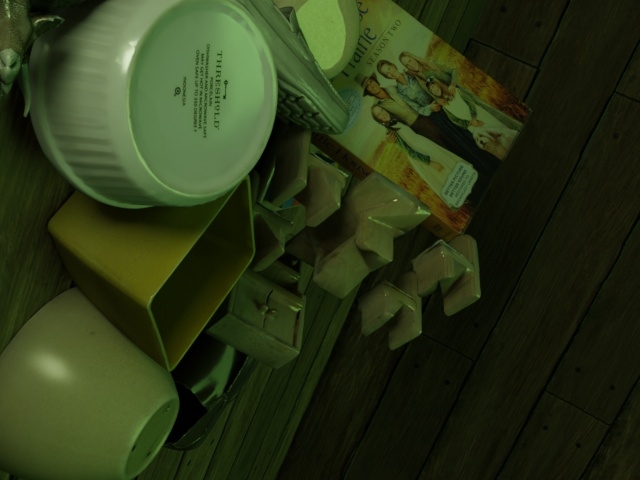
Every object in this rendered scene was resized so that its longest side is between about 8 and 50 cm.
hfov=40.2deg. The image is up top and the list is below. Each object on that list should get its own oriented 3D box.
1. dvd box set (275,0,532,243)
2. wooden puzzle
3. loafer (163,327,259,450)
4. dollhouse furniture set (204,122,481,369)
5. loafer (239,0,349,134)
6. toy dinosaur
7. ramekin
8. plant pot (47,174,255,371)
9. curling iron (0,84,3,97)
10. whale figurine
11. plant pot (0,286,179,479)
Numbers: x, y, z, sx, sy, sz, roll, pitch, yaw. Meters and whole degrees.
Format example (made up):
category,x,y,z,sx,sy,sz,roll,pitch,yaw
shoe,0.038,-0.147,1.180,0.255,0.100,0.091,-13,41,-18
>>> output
category,x,y,z,sx,sy,sz,roll,pitch,yaw
dvd box set,0.132,-0.237,1.505,0.308,0.420,0.062,-56,-173,-25
wooden puzzle,-0.010,-0.195,1.762,0.322,0.080,0.348,-67,166,17
loafer,-0.225,0.277,1.757,0.366,0.133,0.130,-65,167,9
dollhouse furniture set,0.000,0.000,1.446,0.394,0.362,0.257,-38,-148,36
loafer,-0.058,-0.256,1.145,0.319,0.112,0.112,42,68,-41
toy dinosaur,-0.230,-0.270,0.799,0.314,0.121,0.160,-57,178,-41
ramekin,-0.163,-0.159,0.940,0.272,0.127,0.273,-18,115,-46
plant pot,-0.222,0.005,1.132,0.212,0.187,0.212,-56,164,-26
curling iron,-0.365,-0.097,0.726,0.274,0.035,0.068,-41,155,-57
whale figurine,-0.074,-0.295,1.273,0.272,0.141,0.216,-36,128,-19
plant pot,-0.312,0.230,1.226,0.284,0.190,0.284,-57,166,-23
